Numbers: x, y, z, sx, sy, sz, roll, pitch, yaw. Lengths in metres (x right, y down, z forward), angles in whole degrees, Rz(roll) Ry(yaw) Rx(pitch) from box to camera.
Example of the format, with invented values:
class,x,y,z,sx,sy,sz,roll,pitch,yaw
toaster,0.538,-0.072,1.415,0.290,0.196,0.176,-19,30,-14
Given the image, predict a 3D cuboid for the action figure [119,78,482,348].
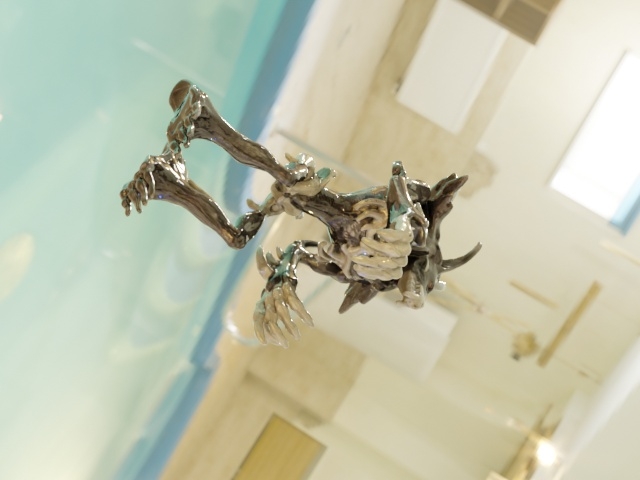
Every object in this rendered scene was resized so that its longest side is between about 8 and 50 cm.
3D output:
class,x,y,z,sx,sy,sz,roll,pitch,yaw
action figure,0.000,0.000,0.833,0.164,0.275,0.141,-47,-150,36
